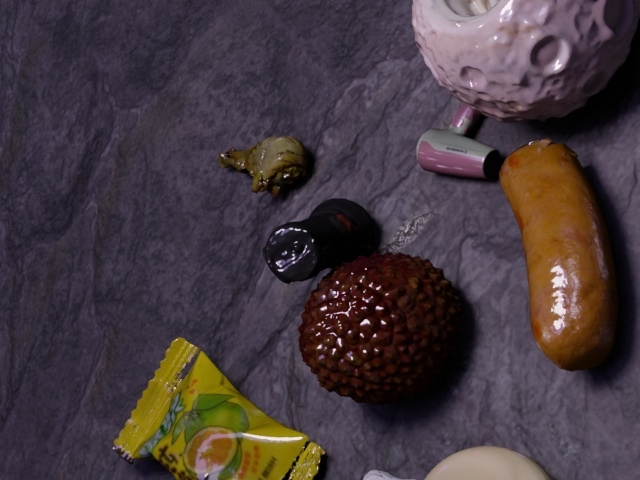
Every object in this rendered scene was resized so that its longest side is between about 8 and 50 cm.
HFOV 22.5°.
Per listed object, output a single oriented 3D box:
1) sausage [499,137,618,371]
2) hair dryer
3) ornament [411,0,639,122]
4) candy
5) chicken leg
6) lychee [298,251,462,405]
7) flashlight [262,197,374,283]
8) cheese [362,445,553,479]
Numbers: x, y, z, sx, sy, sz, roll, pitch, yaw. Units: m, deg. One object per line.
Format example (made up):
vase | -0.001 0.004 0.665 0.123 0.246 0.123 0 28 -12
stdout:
sausage | 0.266 0.016 1.756 0.109 0.109 0.270 -27 53 31
hair dryer | 0.187 -0.149 1.950 0.106 0.054 0.154 11 74 41
ornament | 0.239 -0.258 1.823 0.259 0.225 0.259 -19 58 35
candy | -0.132 0.264 2.017 0.297 0.081 0.187 36 96 35
chicken leg | -0.084 -0.102 2.163 0.178 0.070 0.093 12 60 53
lychee | 0.060 0.097 1.849 0.188 0.188 0.188 -20 57 35
flashlight | 0.000 0.000 1.918 0.093 0.232 0.093 1 95 15
cheese | 0.147 0.278 1.754 0.249 0.071 0.163 35 95 47
